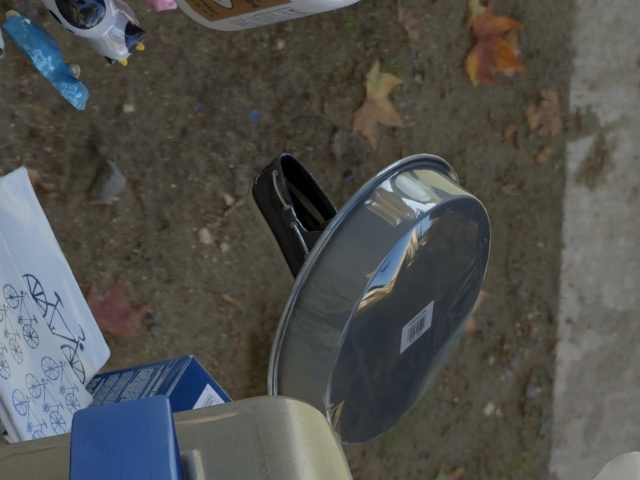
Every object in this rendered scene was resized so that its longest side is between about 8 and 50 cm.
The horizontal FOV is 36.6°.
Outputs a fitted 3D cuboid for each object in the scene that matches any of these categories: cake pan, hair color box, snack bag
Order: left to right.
[{"bbox_3d":[-0.374,0.080,1.245,0.037,0.342,0.323,-21,102,10],"label":"snack bag"},{"bbox_3d":[-0.268,0.276,1.356,0.174,0.347,0.105,54,43,-24],"label":"hair color box"},{"bbox_3d":[0.067,0.065,0.891,0.293,0.054,0.293,-38,143,-36],"label":"cake pan"}]

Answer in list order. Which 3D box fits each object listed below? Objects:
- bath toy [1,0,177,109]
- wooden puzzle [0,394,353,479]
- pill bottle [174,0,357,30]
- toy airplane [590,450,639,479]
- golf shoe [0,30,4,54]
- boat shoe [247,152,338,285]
[{"bbox_3d":[-0.220,-0.325,1.193,0.348,0.151,0.129,-44,79,7],"label":"bath toy"},{"bbox_3d":[-0.130,0.171,0.369,0.348,0.322,0.080,-5,120,-10],"label":"wooden puzzle"},{"bbox_3d":[-0.017,-0.237,0.734,0.131,0.229,0.131,-3,94,-39],"label":"pill bottle"},{"bbox_3d":[0.112,0.319,0.590,0.384,0.272,0.386,0,62,-12],"label":"toy airplane"},{"bbox_3d":[-0.396,-0.312,1.122,0.094,0.077,0.198,-27,111,-24],"label":"golf shoe"},{"bbox_3d":[0.000,0.000,0.952,0.075,0.206,0.065,-13,148,-43],"label":"boat shoe"}]
